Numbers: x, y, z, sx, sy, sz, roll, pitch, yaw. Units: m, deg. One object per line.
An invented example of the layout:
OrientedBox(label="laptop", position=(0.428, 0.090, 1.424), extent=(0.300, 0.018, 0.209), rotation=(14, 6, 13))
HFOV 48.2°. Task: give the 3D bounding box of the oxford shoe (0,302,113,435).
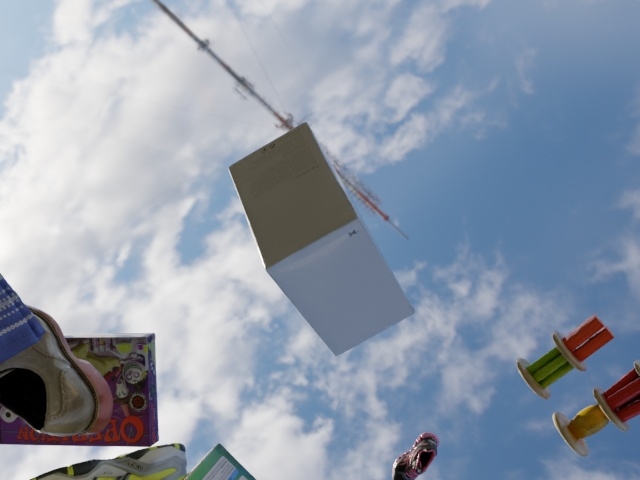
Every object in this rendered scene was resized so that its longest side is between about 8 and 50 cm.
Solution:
OrientedBox(label="oxford shoe", position=(-0.486, 0.193, 1.158), extent=(0.348, 0.130, 0.123), rotation=(27, -81, 30))

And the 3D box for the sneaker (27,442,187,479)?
OrientedBox(label="sneaker", position=(-0.431, 0.496, 1.373), extent=(0.145, 0.385, 0.147), rotation=(-36, -116, 57))

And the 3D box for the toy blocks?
OrientedBox(label="toy blocks", position=(0.295, 0.132, 0.738), extent=(0.148, 0.054, 0.123), rotation=(-42, -123, 20))

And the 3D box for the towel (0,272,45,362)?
OrientedBox(label="towel", position=(-0.563, 0.062, 0.957), extent=(0.243, 0.336, 0.040), rotation=(-30, -155, -9))

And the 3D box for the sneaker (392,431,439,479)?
OrientedBox(label="sneaker", position=(0.165, 0.392, 1.247), extent=(0.119, 0.047, 0.057), rotation=(-58, -171, 16))

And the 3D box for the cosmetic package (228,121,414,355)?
OrientedBox(label="cosmetic package", position=(0.000, 0.000, 1.005), extent=(0.138, 0.224, 0.224), rotation=(-31, -136, 4))

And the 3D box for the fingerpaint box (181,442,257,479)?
OrientedBox(label="fingerpaint box", position=(-0.288, 0.567, 1.119), extent=(0.163, 0.445, 0.371), rotation=(43, -82, 5))

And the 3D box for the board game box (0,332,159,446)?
OrientedBox(label="board game box", position=(-0.480, 0.282, 1.356), extent=(0.347, 0.056, 0.208), rotation=(-2, -85, 9))
